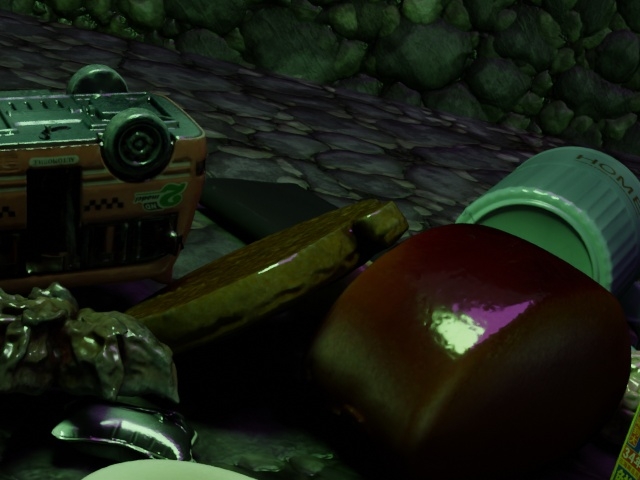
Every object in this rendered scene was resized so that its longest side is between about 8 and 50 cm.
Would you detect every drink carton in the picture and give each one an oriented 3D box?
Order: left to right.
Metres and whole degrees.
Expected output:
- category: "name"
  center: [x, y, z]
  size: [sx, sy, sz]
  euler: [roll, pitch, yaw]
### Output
- category: "drink carton"
  center: [0.363, 0.228, 1.264]
  size: [0.056, 0.165, 0.071]
  euler: [5, 21, -30]

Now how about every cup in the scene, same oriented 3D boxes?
- category: "cup"
  center: [0.348, 0.045, 1.759]
  size: [0.257, 0.331, 0.311]
  euler: [-13, 6, 27]

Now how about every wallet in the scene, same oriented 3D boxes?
- category: "wallet"
  center: [0.000, 0.001, 1.816]
  size: [0.228, 0.062, 0.406]
  euler: [-1, 23, -41]

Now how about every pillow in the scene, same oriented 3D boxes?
- category: "pillow"
  center: [-0.181, 0.184, 1.119]
  size: [0.136, 0.055, 0.091]
  euler: [11, 37, -4]

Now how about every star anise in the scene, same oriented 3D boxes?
- category: "star anise"
  center: [-0.251, 0.095, 1.134]
  size: [0.236, 0.109, 0.223]
  euler: [10, 0, -15]

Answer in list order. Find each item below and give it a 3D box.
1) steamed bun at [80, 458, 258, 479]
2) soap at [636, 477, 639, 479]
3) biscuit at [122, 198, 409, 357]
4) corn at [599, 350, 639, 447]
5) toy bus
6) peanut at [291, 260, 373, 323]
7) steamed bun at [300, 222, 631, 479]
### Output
- category: "steamed bun"
  center: [-0.071, 0.257, 0.833]
  size: [0.242, 0.146, 0.164]
  euler: [26, 25, 28]
- category: "soap"
  center: [0.446, 0.276, 1.146]
  size: [0.325, 0.127, 0.220]
  euler: [10, 42, -16]
- category: "biscuit"
  center: [-0.052, 0.044, 1.350]
  size: [0.350, 0.070, 0.394]
  euler: [-20, 6, 30]
- category: "corn"
  center: [0.491, 0.234, 1.441]
  size: [0.335, 0.126, 0.126]
  euler: [21, 18, 8]
- category: "toy bus"
  center: [-0.351, -0.054, 1.326]
  size: [0.427, 0.233, 0.203]
  euler: [-6, 26, -24]
- category: "peanut"
  center: [0.064, 0.086, 1.528]
  size: [0.257, 0.123, 0.123]
  euler: [14, 15, 29]
- category: "steamed bun"
  center: [0.177, 0.118, 1.301]
  size: [0.379, 0.248, 0.235]
  euler: [-1, 26, -44]
